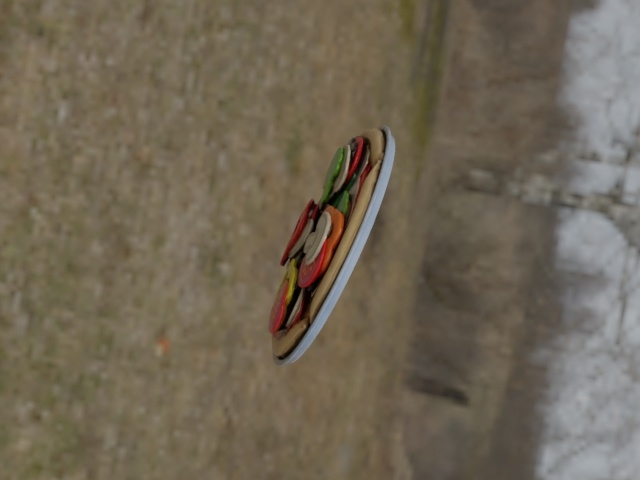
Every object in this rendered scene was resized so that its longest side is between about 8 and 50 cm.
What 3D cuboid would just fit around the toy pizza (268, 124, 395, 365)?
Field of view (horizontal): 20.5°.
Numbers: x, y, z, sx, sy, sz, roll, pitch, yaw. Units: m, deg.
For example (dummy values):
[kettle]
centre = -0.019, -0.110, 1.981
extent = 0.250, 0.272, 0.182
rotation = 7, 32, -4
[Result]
[toy pizza]
centre = 0.000, 0.000, 1.355
extent = 0.201, 0.032, 0.201
rotation = -62, -171, 18
